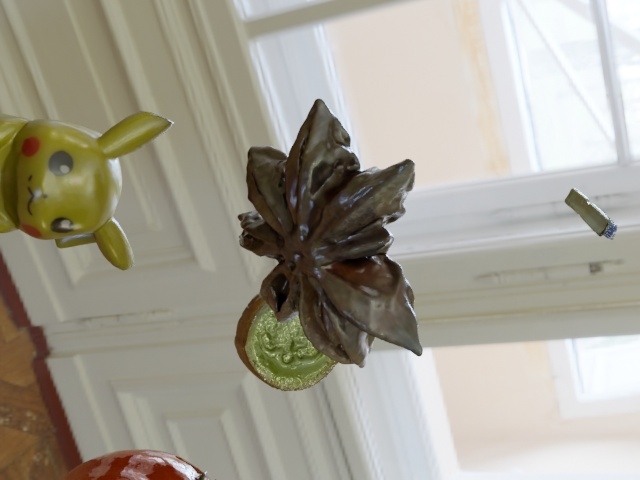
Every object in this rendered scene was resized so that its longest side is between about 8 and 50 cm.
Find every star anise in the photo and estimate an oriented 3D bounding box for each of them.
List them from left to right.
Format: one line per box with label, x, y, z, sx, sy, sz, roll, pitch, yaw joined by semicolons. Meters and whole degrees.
star anise;0.015;0.002;0.943;0.108;0.315;0.315;-21;103;-46

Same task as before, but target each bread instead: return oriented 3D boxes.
bread;-0.057;0.197;1.752;0.236;0.070;0.236;-3;97;-23

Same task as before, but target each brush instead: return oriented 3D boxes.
brush;0.449;-0.047;1.412;0.178;0.030;0.033;-97;-152;-69

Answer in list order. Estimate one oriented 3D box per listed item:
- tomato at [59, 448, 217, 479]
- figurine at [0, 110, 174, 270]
tomato;-0.203;0.352;0.907;0.256;0.225;0.255;-16;90;-73
figurine;-0.369;-0.073;1.078;0.169;0.327;0.218;-58;158;-67
